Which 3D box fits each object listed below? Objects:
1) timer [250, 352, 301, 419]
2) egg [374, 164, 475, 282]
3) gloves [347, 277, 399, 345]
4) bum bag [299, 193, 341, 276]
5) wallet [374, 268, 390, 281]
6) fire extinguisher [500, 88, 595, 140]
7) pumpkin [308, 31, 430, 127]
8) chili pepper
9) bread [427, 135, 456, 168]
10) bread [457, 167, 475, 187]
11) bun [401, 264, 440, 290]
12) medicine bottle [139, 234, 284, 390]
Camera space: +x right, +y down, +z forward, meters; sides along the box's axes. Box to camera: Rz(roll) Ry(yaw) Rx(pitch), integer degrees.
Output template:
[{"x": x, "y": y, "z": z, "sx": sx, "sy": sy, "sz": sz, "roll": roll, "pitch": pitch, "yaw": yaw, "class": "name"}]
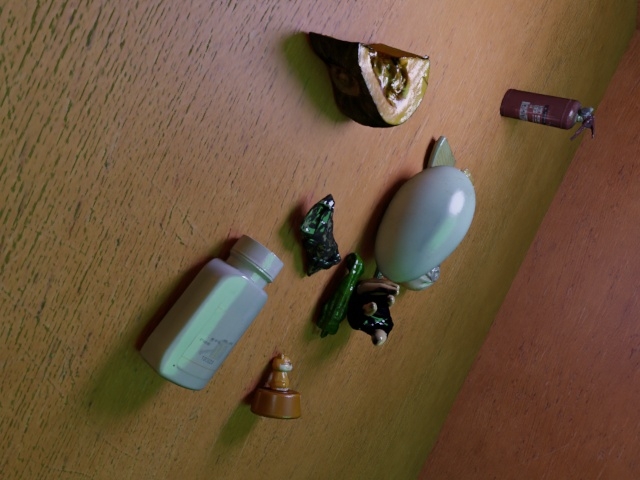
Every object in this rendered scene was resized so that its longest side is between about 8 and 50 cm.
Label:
[{"x": -0.105, "y": 0.369, "z": 1.169, "sx": 0.132, "sy": 0.132, "sz": 0.152, "roll": 24, "pitch": 70, "yaw": -55, "class": "timer"}, {"x": 0.292, "y": -0.045, "z": 1.297, "sx": 0.371, "sy": 0.230, "sz": 0.230, "roll": -56, "pitch": 145, "yaw": 0, "class": "egg"}, {"x": 0.150, "y": 0.201, "z": 1.279, "sx": 0.301, "sy": 0.152, "sz": 0.197, "roll": 102, "pitch": -20, "yaw": -72, "class": "gloves"}, {"x": -0.001, "y": 0.000, "z": 1.085, "sx": 0.102, "sy": 0.069, "sz": 0.248, "roll": -23, "pitch": 138, "yaw": -12, "class": "bum bag"}, {"x": 0.208, "y": 0.114, "z": 1.471, "sx": 0.103, "sy": 0.020, "sz": 0.197, "roll": 1, "pitch": 111, "yaw": -52, "class": "wallet"}, {"x": 0.818, "y": -0.446, "z": 1.621, "sx": 0.147, "sy": 0.337, "sz": 0.106, "roll": -59, "pitch": 144, "yaw": -5, "class": "fire extinguisher"}, {"x": 0.117, "y": -0.365, "z": 0.940, "sx": 0.190, "sy": 0.139, "sz": 0.280, "roll": -52, "pitch": 147, "yaw": -10, "class": "pumpkin"}, {"x": 0.055, "y": 0.158, "z": 1.254, "sx": 0.257, "sy": 0.074, "sz": 0.100, "roll": -61, "pitch": -171, "yaw": 1, "class": "chili pepper"}, {"x": 0.376, "y": -0.246, "z": 1.444, "sx": 0.112, "sy": 0.036, "sz": 0.193, "roll": -58, "pitch": 149, "yaw": 1, "class": "bread"}, {"x": 0.455, "y": -0.153, "z": 1.560, "sx": 0.173, "sy": 0.085, "sz": 0.134, "roll": -55, "pitch": 144, "yaw": -13, "class": "bread"}, {"x": 0.351, "y": 0.098, "z": 1.561, "sx": 0.173, "sy": 0.120, "sz": 0.173, "roll": -28, "pitch": 131, "yaw": -37, "class": "bun"}, {"x": -0.200, "y": 0.134, "z": 0.882, "sx": 0.296, "sy": 0.111, "sz": 0.161, "roll": -54, "pitch": 146, "yaw": -10, "class": "medicine bottle"}]
